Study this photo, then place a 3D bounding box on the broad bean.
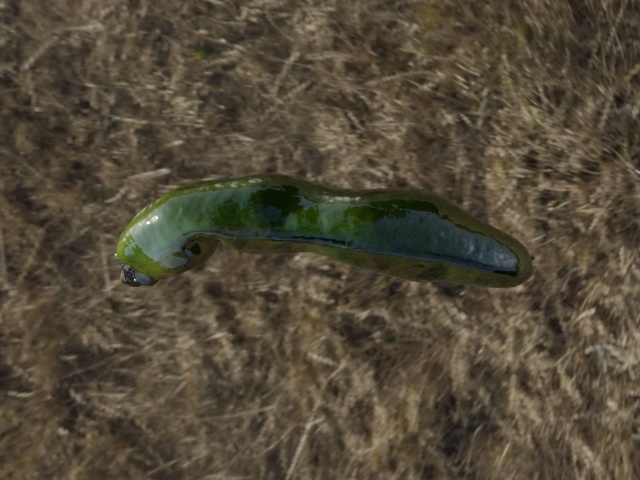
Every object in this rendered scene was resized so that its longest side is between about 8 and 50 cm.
[{"bbox_3d":[-0.004,-0.004,0.541,0.195,0.061,0.046,-3,54,10],"label":"broad bean"}]
